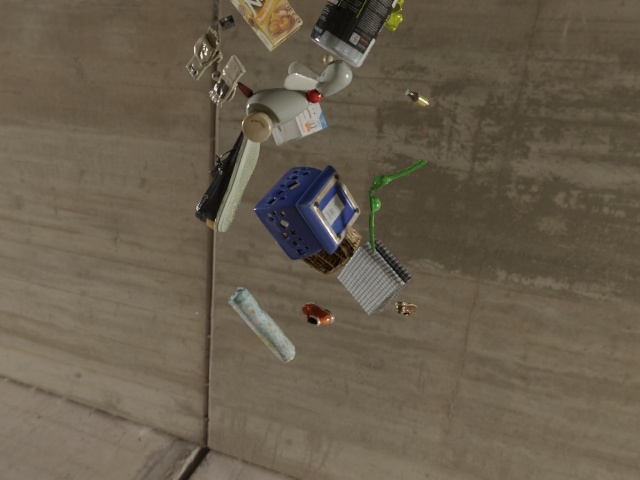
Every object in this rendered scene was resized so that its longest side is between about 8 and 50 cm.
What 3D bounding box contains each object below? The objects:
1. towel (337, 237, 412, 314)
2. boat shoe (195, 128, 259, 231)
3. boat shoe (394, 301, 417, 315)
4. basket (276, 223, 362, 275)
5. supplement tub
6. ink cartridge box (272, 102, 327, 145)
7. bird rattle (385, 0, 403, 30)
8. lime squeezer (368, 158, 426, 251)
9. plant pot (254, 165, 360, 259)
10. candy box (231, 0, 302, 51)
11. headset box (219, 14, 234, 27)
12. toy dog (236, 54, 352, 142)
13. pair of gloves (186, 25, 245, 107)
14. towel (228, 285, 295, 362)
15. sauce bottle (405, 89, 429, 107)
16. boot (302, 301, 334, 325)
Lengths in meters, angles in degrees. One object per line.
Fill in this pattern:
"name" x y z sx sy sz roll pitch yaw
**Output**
"towel" 0.225 0.152 1.717 0.121 0.283 0.235 -29 -111 -35
"boat shoe" -0.386 -0.284 1.755 0.156 0.499 0.187 20 174 6
"boat shoe" 0.407 0.329 1.988 0.064 0.060 0.178 -6 164 36
"basket" 0.000 0.000 1.797 0.299 0.222 0.213 36 168 -16
"supplement tub" 0.130 -0.784 1.400 0.207 0.337 0.207 28 -157 -13
"ink cartridge box" -0.116 -0.588 2.042 0.169 0.171 0.233 -11 -162 38
"bird rattle" 0.254 -1.055 1.860 0.254 0.206 0.143 21 171 9
"lime squeezer" 0.188 -0.124 1.250 0.110 0.310 0.059 26 -173 -20
"plant pot" -0.024 -0.092 1.324 0.212 0.235 0.235 -3 -139 44
"candy box" -0.253 -1.038 1.854 0.183 0.316 0.088 -44 -163 -10
"headset box" -0.413 -0.962 1.846 0.062 0.032 0.083 -23 -164 -3
"toy dog" -0.096 -0.420 1.147 0.334 0.160 0.220 -34 -154 3
"pair of gloves" -0.382 -0.632 1.534 0.240 0.204 0.042 51 -141 9
"towel" -0.243 0.326 1.699 0.090 0.320 0.374 -43 -174 -12
"sauce bottle" 0.437 -0.644 1.885 0.128 0.042 0.042 13 -171 -37
"boot" -0.031 0.276 1.558 0.085 0.059 0.158 -14 -162 -39
